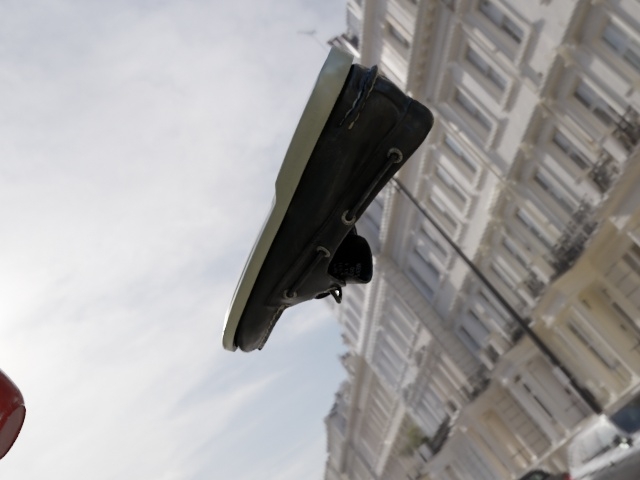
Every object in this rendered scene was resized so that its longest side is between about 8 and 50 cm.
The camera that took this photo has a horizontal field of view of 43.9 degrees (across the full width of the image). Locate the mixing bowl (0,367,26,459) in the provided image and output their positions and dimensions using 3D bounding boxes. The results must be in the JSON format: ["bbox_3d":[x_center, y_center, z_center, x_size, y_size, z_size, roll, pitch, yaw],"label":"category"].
[{"bbox_3d":[-0.492,0.260,1.144,0.181,0.098,0.181,21,-90,-86],"label":"mixing bowl"}]

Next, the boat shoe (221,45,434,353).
[{"bbox_3d":[0.001,-0.003,0.700,0.127,0.113,0.340,-74,6,-54],"label":"boat shoe"}]
